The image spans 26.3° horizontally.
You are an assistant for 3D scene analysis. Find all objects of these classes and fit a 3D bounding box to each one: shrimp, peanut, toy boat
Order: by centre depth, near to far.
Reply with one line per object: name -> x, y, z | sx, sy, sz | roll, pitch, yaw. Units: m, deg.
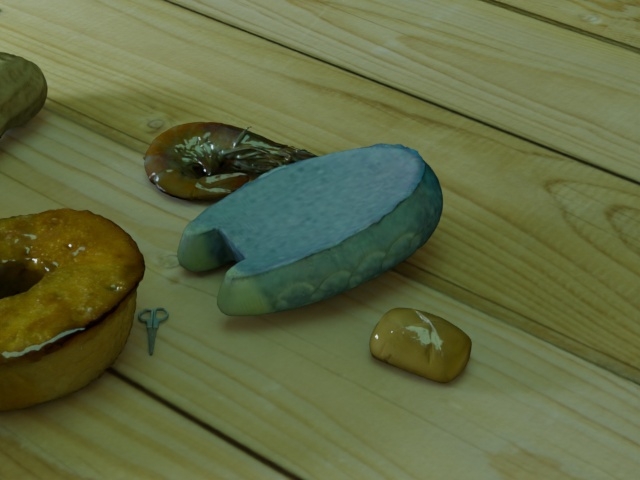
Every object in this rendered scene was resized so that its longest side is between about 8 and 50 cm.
toy boat -> 0.000, 0.000, 1.678 | 0.330, 0.123, 0.215 | -27, 35, -19
shrimp -> -0.118, -0.105, 1.843 | 0.249, 0.068, 0.150 | 1, 47, 7
peanut -> -0.477, -0.186, 1.888 | 0.124, 0.123, 0.256 | 16, 35, 20

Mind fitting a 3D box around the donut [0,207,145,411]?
donut -> -0.342, 0.079, 1.529 | 0.303, 0.110, 0.303 | -1, 34, 1

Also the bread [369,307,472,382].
bread -> 0.114, 0.111, 1.543 | 0.115, 0.056, 0.082 | 20, 40, 25

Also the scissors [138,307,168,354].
scissors -> -0.195, 0.105, 1.584 | 0.036, 0.006, 0.083 | -2, 35, -2
